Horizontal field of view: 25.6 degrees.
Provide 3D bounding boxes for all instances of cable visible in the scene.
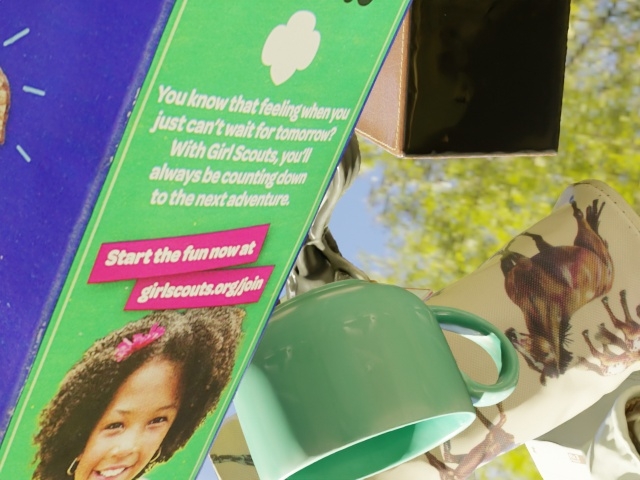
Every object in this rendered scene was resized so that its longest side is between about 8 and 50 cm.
[{"bbox_3d":[0.000,0.000,0.952,0.072,0.139,0.287,-39,-44,-30],"label":"cable"}]

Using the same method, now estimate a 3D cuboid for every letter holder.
[{"bbox_3d":[0.108,-0.240,1.253,0.152,0.214,0.301,-3,-75,-19],"label":"letter holder"}]

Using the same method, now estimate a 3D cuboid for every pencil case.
[{"bbox_3d":[0.094,0.121,1.129,0.410,0.183,0.160,-34,-98,1],"label":"pencil case"}]

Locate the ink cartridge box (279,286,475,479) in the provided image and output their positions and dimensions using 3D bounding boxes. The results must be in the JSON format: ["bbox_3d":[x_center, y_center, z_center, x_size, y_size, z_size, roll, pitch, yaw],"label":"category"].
[{"bbox_3d":[0.049,0.171,1.492,0.100,0.172,0.237,-38,-58,-46],"label":"ink cartridge box"}]

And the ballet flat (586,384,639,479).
[{"bbox_3d":[0.408,0.275,1.349,0.139,0.400,0.139,-21,-50,-27],"label":"ballet flat"}]

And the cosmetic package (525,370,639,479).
[{"bbox_3d":[0.388,0.228,1.822,0.231,0.117,0.085,-36,-71,-25],"label":"cosmetic package"}]

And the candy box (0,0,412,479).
[{"bbox_3d":[-0.121,-0.086,0.460,0.122,0.268,0.317,-7,-54,-56],"label":"candy box"}]

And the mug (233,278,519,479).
[{"bbox_3d":[0.022,0.081,0.830,0.158,0.129,0.097,-2,-117,-47],"label":"mug"}]
